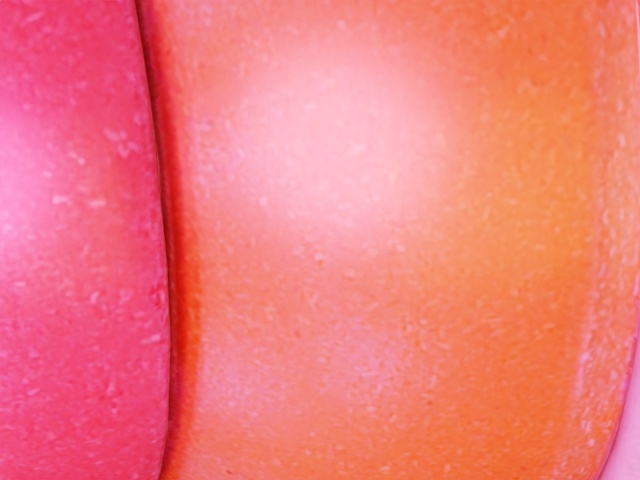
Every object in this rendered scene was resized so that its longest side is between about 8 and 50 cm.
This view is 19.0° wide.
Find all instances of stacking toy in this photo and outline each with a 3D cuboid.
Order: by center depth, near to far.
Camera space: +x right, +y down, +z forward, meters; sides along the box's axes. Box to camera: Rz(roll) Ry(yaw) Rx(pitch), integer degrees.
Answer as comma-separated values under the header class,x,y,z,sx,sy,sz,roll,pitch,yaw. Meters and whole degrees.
class,x,y,z,sx,sy,sz,roll,pitch,yaw
stacking toy,-0.156,-0.041,0.515,0.480,0.350,0.350,-9,134,-15
